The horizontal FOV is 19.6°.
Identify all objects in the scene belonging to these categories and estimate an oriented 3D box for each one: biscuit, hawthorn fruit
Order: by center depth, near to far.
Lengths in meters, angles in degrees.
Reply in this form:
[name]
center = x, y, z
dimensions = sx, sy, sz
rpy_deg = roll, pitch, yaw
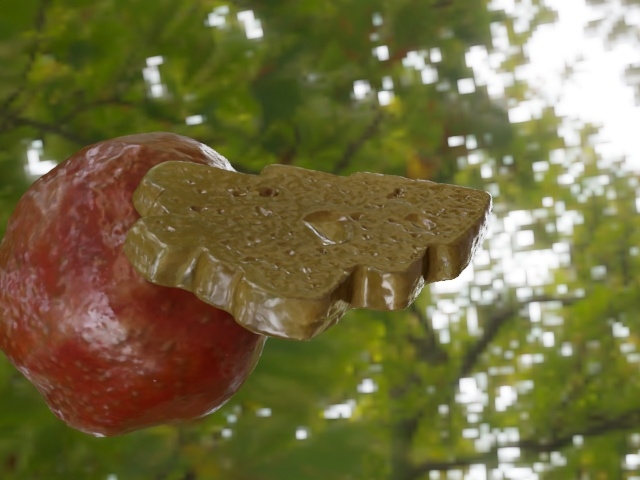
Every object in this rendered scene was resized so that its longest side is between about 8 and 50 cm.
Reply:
[biscuit]
center = 0.000, 0.000, 1.112
dimensions = 0.238, 0.212, 0.041
rpy_deg = -6, -65, -26
[hawthorn fruit]
center = -0.116, 0.021, 1.283
dimensions = 0.205, 0.253, 0.205
rpy_deg = 17, -123, -28
